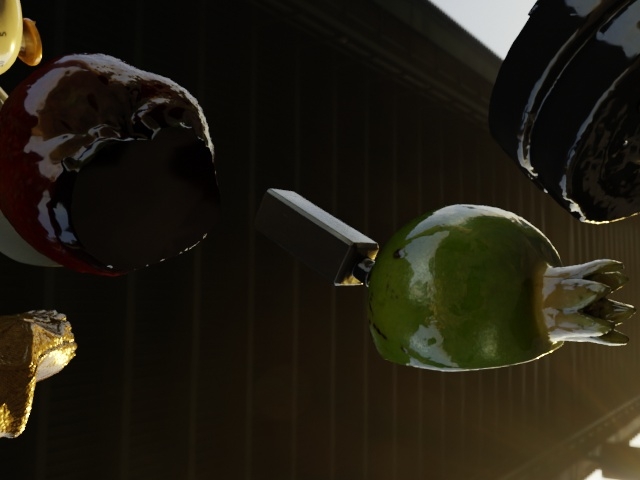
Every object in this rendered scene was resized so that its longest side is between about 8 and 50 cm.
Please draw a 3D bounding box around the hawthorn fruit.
[{"bbox_3d":[-0.199,-0.059,0.614,0.189,0.251,0.189,3,-95,-33],"label":"hawthorn fruit"}]

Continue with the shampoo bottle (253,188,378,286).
[{"bbox_3d":[0.000,0.000,1.131,0.080,0.246,0.079,2,-64,-52],"label":"shampoo bottle"}]

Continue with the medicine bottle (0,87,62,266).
[{"bbox_3d":[-0.508,-0.113,1.052,0.375,0.282,0.123,56,-129,-35],"label":"medicine bottle"}]

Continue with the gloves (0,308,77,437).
[{"bbox_3d":[-0.488,0.187,0.970,0.356,0.203,0.155,-69,-30,-71],"label":"gloves"}]

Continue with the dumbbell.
[{"bbox_3d":[0.237,-0.021,0.351,0.185,0.185,0.388,29,-155,-51],"label":"dumbbell"}]

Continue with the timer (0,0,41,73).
[{"bbox_3d":[-0.578,-0.361,1.063,0.240,0.233,0.233,-22,-73,-41],"label":"timer"}]

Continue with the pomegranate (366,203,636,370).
[{"bbox_3d":[0.233,0.052,0.942,0.310,0.358,0.216,-3,-96,-46],"label":"pomegranate"}]
